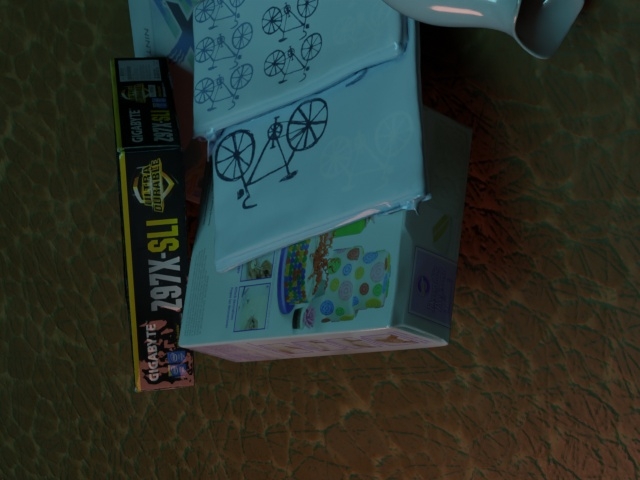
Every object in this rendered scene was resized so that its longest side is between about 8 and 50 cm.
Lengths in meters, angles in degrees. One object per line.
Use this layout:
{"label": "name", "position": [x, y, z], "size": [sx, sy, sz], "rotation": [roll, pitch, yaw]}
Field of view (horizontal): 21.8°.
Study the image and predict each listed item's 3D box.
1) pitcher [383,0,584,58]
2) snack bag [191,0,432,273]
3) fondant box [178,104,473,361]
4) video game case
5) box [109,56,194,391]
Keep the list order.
{"label": "pitcher", "position": [0.128, -0.267, 1.564], "size": [0.207, 0.125, 0.178], "rotation": [30, 173, 29]}
{"label": "snack bag", "position": [-0.021, -0.154, 1.750], "size": [0.323, 0.037, 0.343], "rotation": [-19, 65, 40]}
{"label": "fondant box", "position": [0.000, 0.000, 1.780], "size": [0.330, 0.096, 0.238], "rotation": [-9, 68, 46]}
{"label": "video game case", "position": [-0.101, -0.166, 1.981], "size": [0.329, 0.036, 0.300], "rotation": [19, 123, 39]}
{"label": "box", "position": [-0.201, -0.022, 1.972], "size": [0.257, 0.079, 0.322], "rotation": [-110, 17, -59]}
